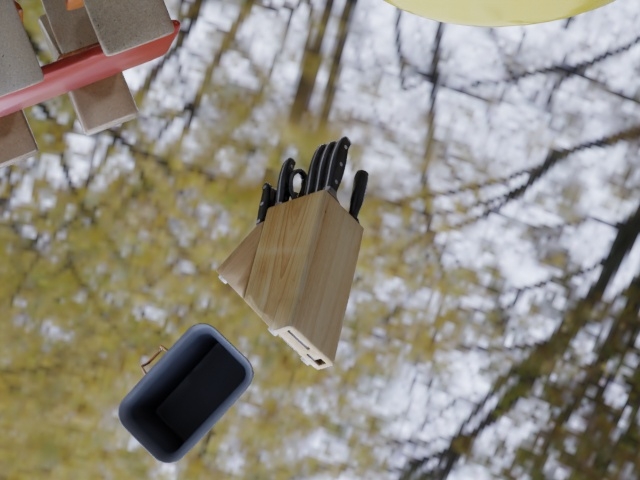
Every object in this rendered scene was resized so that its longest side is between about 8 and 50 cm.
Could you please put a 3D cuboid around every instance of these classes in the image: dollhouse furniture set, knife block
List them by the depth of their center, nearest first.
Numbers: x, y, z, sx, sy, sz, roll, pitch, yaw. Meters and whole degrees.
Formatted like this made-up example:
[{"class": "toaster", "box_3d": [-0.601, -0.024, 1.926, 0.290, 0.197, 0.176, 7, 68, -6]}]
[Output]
[{"class": "dollhouse furniture set", "box_3d": [-0.208, -0.081, 0.952, 0.259, 0.135, 0.262, -22, 179, -13]}, {"class": "knife block", "box_3d": [0.000, 0.000, 1.949, 0.088, 0.242, 0.275, 43, 179, -33]}]

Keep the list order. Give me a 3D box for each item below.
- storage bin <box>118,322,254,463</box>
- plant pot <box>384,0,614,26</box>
[{"class": "storage bin", "box_3d": [-0.132, 0.151, 1.607, 0.098, 0.135, 0.091, 43, -179, 10]}, {"class": "plant pot", "box_3d": [0.113, -0.303, 0.977, 0.254, 0.239, 0.254, -6, -130, 7]}]
